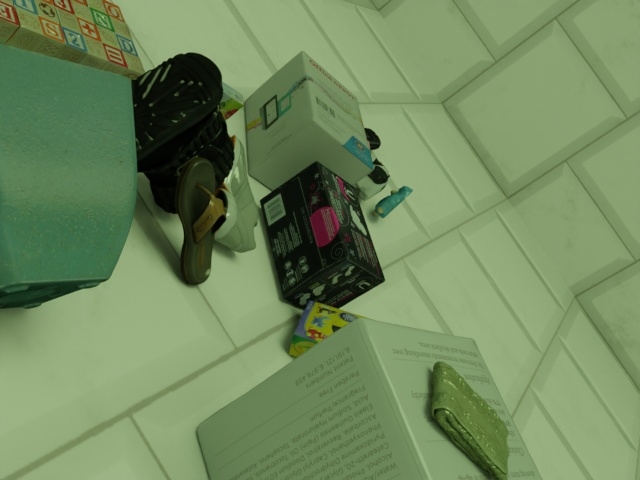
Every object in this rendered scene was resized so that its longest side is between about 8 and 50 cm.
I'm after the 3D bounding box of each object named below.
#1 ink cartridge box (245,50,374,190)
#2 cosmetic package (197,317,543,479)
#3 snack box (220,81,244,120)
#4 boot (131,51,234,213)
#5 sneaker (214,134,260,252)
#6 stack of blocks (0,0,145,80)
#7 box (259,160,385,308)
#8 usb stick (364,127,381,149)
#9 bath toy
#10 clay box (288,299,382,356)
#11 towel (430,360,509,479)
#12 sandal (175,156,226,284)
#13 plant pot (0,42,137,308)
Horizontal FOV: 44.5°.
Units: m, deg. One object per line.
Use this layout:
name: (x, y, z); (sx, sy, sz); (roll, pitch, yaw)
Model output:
ink cartridge box: (-0.031, -0.241, 1.756); (0.198, 0.197, 0.270); (35, 32, -34)
cosmetic package: (0.095, 0.364, 1.069); (0.329, 0.327, 0.393); (19, 42, -51)
snack box: (-0.238, -0.286, 1.569); (0.141, 0.100, 0.037); (29, 36, -43)
boot: (-0.286, -0.122, 1.229); (0.131, 0.348, 0.260); (55, -18, 18)
sneaker: (-0.167, -0.082, 1.468); (0.121, 0.099, 0.262); (43, 34, -39)
stack of blocks: (-0.452, -0.356, 1.305); (0.297, 0.087, 0.171); (12, 48, -55)
box: (0.000, 0.000, 1.552); (0.142, 0.163, 0.247); (31, 34, -46)
usb stick: (0.094, -0.294, 2.219); (0.077, 0.045, 0.278); (53, 24, 14)
bath toy: (0.094, -0.225, 2.038); (0.348, 0.129, 0.151); (50, -9, -10)
clay box: (0.066, 0.189, 1.424); (0.222, 0.053, 0.127); (16, 28, 5)
towel: (0.192, 0.228, 0.992); (0.148, 0.027, 0.110); (46, 26, -16)
sandal: (-0.184, -0.026, 1.245); (0.090, 0.060, 0.219); (-30, 129, -58)
plant pot: (-0.367, -0.052, 0.911); (0.247, 0.248, 0.252); (2, 72, -60)
